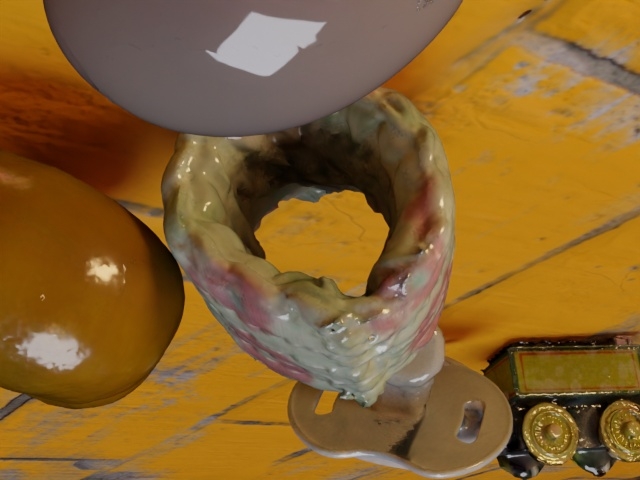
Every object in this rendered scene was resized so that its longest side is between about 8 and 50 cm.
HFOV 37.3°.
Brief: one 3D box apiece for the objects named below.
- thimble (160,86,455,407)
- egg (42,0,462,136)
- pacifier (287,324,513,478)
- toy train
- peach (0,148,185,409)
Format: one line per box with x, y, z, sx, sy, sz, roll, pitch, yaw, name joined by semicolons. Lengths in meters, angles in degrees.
0.000;0.000;0.638;0.186;0.210;0.149;-20;154;-1;thimble
-0.026;-0.122;0.422;0.199;0.146;0.146;-14;157;4;egg
0.098;0.167;1.160;0.279;0.227;0.207;7;127;17;pacifier
0.343;0.234;1.320;0.261;0.177;0.134;0;156;-13;toy train
-0.211;0.021;0.647;0.251;0.153;0.251;18;167;4;peach
